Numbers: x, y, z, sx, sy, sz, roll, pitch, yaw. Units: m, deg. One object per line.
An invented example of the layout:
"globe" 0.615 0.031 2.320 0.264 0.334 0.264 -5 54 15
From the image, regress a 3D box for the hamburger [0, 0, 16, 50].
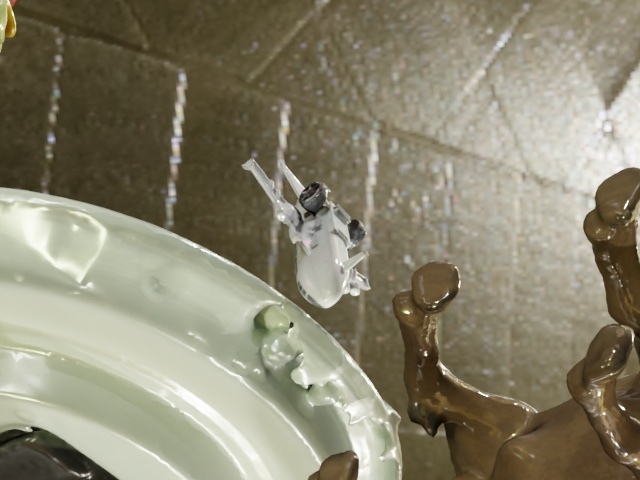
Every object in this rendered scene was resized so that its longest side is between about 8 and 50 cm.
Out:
"hamburger" -0.366 -0.241 1.108 0.274 0.274 0.212 37 46 -41

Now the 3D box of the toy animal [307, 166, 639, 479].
"toy animal" 0.123 0.055 0.395 0.186 0.214 0.093 39 44 -29

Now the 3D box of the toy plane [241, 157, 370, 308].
"toy plane" 0.000 0.000 1.139 0.065 0.171 0.162 -40 119 8

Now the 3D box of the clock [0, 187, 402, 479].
"clock" -0.089 0.076 0.500 0.236 0.236 0.053 50 42 -35
